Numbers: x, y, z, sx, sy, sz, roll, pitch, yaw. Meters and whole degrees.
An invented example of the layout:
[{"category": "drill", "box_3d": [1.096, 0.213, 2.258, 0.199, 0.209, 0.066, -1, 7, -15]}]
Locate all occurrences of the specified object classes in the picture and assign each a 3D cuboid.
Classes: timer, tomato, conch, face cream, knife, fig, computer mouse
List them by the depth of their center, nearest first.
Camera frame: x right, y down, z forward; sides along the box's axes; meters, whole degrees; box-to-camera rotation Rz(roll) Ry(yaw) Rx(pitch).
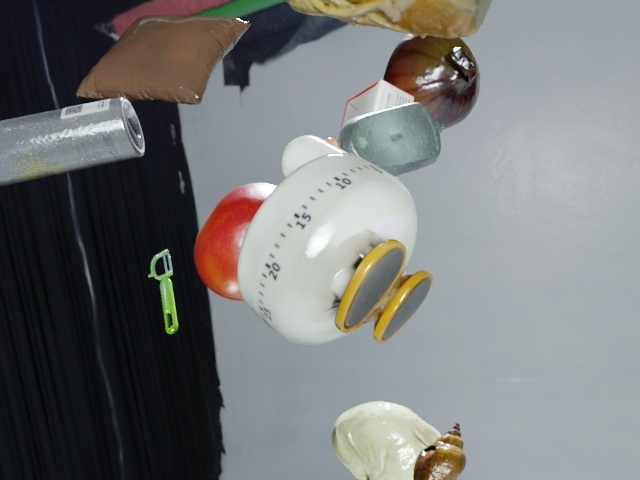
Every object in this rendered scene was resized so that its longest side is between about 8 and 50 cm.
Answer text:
[{"category": "face cream", "box_3d": [-0.359, -0.106, 0.530, 0.283, 0.073, 0.073, -13, 5, -5]}, {"category": "timer", "box_3d": [0.000, 0.000, 0.545, 0.240, 0.234, 0.233, 36, 31, 30]}, {"category": "tomato", "box_3d": [-0.107, -0.001, 0.678, 0.195, 0.136, 0.195, -52, 7, 9]}, {"category": "computer mouse", "box_3d": [0.113, -0.162, 0.734, 0.229, 0.113, 0.068, -18, 0, -32]}, {"category": "conch", "box_3d": [0.193, 0.426, 0.772, 0.086, 0.233, 0.080, 28, -16, -20]}, {"category": "knife", "box_3d": [-0.319, 0.103, 0.904, 0.054, 0.015, 0.212, -24, 50, -3]}, {"category": "fig", "box_3d": [0.257, -0.357, 1.027, 0.214, 0.235, 0.235, 35, 31, 32]}]

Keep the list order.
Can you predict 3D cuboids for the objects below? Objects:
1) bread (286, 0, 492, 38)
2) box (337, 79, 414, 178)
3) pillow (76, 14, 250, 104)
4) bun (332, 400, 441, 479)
[{"category": "bread", "box_3d": [0.121, -0.547, 0.666, 0.390, 0.371, 0.279, 21, 57, 27]}, {"category": "box", "box_3d": [0.103, -0.200, 0.885, 0.099, 0.182, 0.133, 17, -13, -24]}, {"category": "pillow", "box_3d": [-0.349, -0.416, 1.012, 0.305, 0.308, 0.108, 8, -35, 16]}, {"category": "bun", "box_3d": [0.203, 0.648, 1.381, 0.361, 0.361, 0.213, -6, 41, 34]}]
